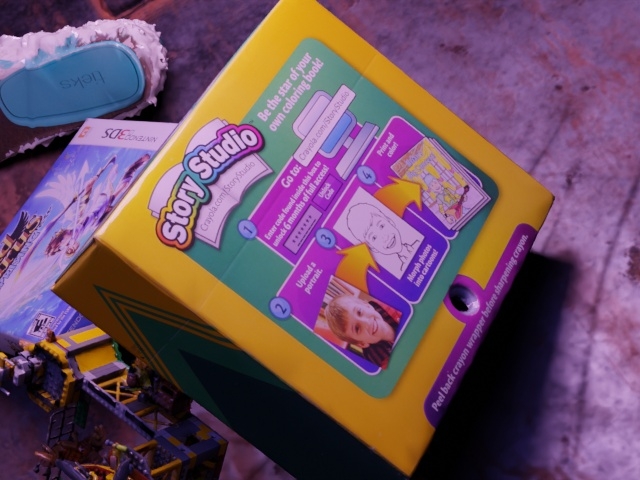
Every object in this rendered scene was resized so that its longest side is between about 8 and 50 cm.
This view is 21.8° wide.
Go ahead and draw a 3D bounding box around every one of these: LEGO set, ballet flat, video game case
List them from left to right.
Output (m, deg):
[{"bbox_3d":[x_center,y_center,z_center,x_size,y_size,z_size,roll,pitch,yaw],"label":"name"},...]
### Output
[{"bbox_3d":[-0.353,-0.164,1.862,0.408,0.147,0.147,-10,55,14],"label":"ballet flat"},{"bbox_3d":[-0.227,0.246,1.390,0.255,0.331,0.192,40,34,26],"label":"LEGO set"},{"bbox_3d":[-0.235,-0.002,1.670,0.244,0.061,0.269,7,59,54],"label":"video game case"}]

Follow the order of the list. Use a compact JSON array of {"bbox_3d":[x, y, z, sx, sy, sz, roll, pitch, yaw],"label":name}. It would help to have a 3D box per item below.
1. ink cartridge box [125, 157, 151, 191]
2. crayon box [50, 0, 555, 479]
[{"bbox_3d":[-0.097,0.012,1.561,0.097,0.207,0.046,23,67,33],"label":"ink cartridge box"},{"bbox_3d":[0.000,0.000,1.417,0.313,0.106,0.363,38,49,-5],"label":"crayon box"}]
